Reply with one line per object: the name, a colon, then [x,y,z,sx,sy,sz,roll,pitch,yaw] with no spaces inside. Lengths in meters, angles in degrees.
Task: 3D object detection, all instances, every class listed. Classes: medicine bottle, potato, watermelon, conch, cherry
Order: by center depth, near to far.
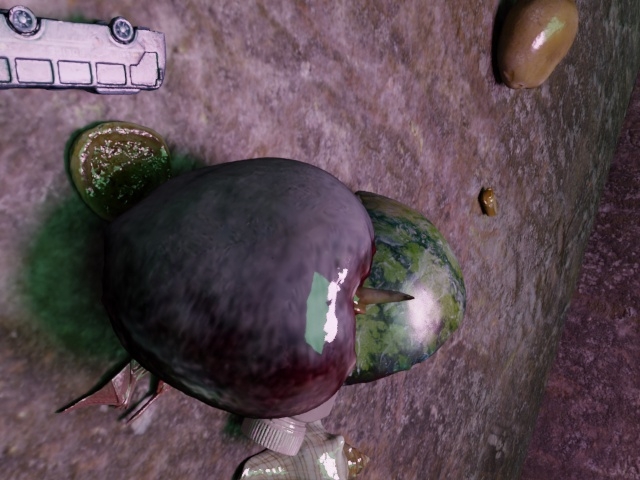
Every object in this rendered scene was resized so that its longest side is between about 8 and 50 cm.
cherry: [-0.058,0.038,0.448,0.218,0.295,0.255,111,-8,-67]
watermelon: [0.096,0.058,0.645,0.180,0.223,0.305,-52,-173,35]
medicine bottle: [-0.035,0.197,0.649,0.132,0.088,0.189,39,70,-47]
conch: [0.000,0.345,0.717,0.234,0.114,0.137,44,53,-39]
potato: [0.502,-0.472,1.056,0.177,0.160,0.235,13,107,-12]

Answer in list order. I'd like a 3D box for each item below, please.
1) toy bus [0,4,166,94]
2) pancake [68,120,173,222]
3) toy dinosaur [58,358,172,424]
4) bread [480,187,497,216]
toy bus: [-0.215,-0.159,0.385,0.165,0.047,0.065,-18,117,-44]
pancake: [-0.194,-0.071,0.453,0.108,0.017,0.108,-21,119,-44]
toy dinosaur: [-0.178,0.138,0.514,0.220,0.032,0.108,-14,114,-36]
bread: [0.434,-0.096,1.162,0.088,0.033,0.049,49,49,-48]
